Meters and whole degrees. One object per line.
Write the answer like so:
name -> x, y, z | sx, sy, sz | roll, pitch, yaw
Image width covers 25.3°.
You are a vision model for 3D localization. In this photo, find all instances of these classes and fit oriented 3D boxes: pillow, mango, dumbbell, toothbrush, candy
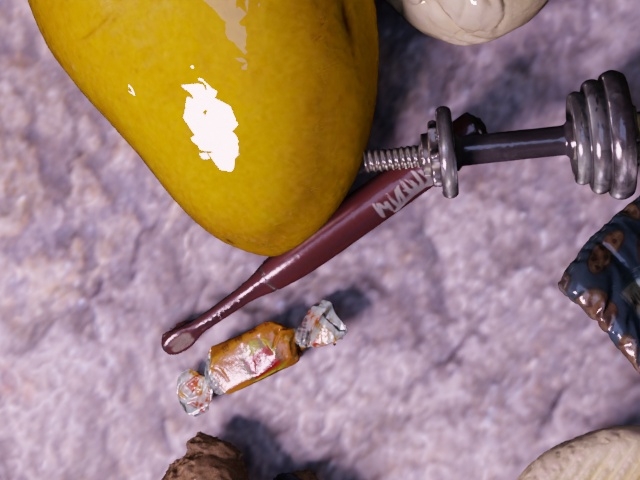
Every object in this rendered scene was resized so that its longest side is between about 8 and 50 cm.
pillow -> 0.337, 0.066, 1.171 | 0.189, 0.034, 0.255 | -40, 79, -21
mango -> -0.103, -0.199, 1.250 | 0.301, 0.220, 0.445 | -17, 89, 17
dumbbell -> 0.163, -0.081, 1.209 | 0.254, 0.110, 0.110 | -5, 86, 5
toothbrush -> 0.000, 0.000, 1.303 | 0.364, 0.041, 0.041 | -36, 79, 11
candy -> -0.055, 0.105, 1.310 | 0.182, 0.046, 0.053 | -27, 84, 18

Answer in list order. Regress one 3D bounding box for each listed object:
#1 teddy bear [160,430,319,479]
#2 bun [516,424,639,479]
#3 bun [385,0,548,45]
teddy bear -> -0.050, 0.279, 1.252 | 0.251, 0.129, 0.182 | 45, 56, 13
bun -> 0.257, 0.277, 1.164 | 0.243, 0.153, 0.244 | -8, 63, 15
bun -> 0.127, -0.290, 1.230 | 0.229, 0.145, 0.229 | 0, 90, 13
